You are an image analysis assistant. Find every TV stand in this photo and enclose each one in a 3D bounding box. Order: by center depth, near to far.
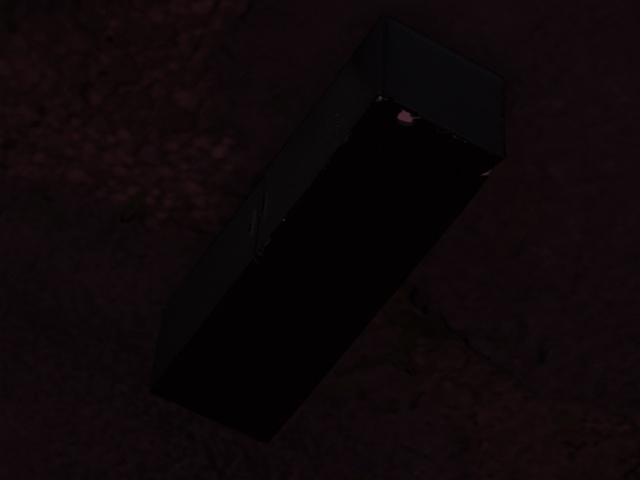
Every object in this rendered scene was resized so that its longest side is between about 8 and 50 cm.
[{"bbox_3d":[0.000,0.000,1.123,0.088,0.082,0.269,26,127,-15],"label":"TV stand"}]
